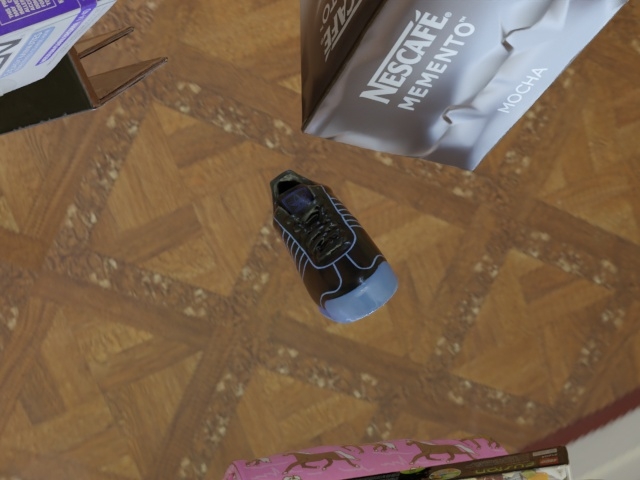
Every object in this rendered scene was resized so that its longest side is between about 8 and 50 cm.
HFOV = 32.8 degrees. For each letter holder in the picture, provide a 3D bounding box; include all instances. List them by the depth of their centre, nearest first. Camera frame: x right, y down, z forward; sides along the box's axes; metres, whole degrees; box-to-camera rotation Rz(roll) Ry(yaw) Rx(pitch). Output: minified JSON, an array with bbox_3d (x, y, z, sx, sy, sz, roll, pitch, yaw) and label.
[{"bbox_3d":[-0.416,-0.280,1.677,0.214,0.302,0.152,-44,119,-49],"label":"letter holder"}]

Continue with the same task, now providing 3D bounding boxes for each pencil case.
[{"bbox_3d":[0.066,0.333,1.311,0.386,0.160,0.167,-2,115,-24],"label":"pencil case"}]

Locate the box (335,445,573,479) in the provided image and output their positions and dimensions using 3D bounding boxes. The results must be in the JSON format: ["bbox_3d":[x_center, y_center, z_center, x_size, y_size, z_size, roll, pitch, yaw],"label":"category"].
[{"bbox_3d":[0.071,0.209,0.718,0.207,0.036,0.114,-12,96,12],"label":"box"}]

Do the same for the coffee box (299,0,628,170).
[{"bbox_3d":[0.068,-0.214,0.654,0.119,0.297,0.168,12,145,-20],"label":"coffee box"}]

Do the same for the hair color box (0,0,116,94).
[{"bbox_3d":[-0.333,-0.135,0.780,0.339,0.185,0.110,-29,94,-35],"label":"hair color box"}]

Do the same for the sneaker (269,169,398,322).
[{"bbox_3d":[0.000,0.000,1.035,0.081,0.232,0.090,-36,113,-3],"label":"sneaker"}]
